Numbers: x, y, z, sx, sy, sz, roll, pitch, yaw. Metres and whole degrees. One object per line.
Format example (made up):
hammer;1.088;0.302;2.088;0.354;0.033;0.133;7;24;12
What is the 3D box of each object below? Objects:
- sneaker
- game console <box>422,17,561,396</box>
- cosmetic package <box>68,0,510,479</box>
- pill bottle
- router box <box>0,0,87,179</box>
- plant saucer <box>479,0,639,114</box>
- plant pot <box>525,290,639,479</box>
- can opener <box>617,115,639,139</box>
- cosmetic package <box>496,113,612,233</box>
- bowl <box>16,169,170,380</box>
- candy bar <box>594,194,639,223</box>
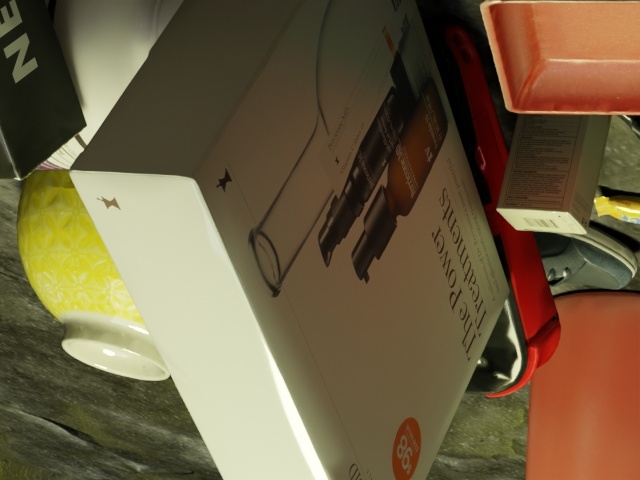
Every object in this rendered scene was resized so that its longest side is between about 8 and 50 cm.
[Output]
sneaker;0.156;0.050;1.679;0.226;0.163;0.086;15;160;-4
game console;-0.013;-0.028;1.548;0.386;0.060;0.342;2;124;32
cosmetic package;0.000;0.000;1.272;0.097;0.284;0.377;6;137;30
pill bottle;-0.183;-0.140;1.366;0.323;0.181;0.181;2;158;33
router box;-0.307;-0.190;1.228;0.243;0.081;0.309;4;123;33
plant saucer;0.235;-0.127;1.168;0.258;0.048;0.259;1;171;9
plant pot;0.318;0.210;1.882;0.275;0.243;0.275;14;162;5
can opener;0.208;-0.110;1.344;0.186;0.059;0.073;30;-174;-11
cosmetic package;0.172;-0.065;1.398;0.060;0.115;0.041;5;160;31
bowl;-0.187;0.051;1.968;0.289;0.156;0.289;14;161;5
candy bar;0.305;-0.018;1.583;0.161;0.018;0.040;9;161;20
